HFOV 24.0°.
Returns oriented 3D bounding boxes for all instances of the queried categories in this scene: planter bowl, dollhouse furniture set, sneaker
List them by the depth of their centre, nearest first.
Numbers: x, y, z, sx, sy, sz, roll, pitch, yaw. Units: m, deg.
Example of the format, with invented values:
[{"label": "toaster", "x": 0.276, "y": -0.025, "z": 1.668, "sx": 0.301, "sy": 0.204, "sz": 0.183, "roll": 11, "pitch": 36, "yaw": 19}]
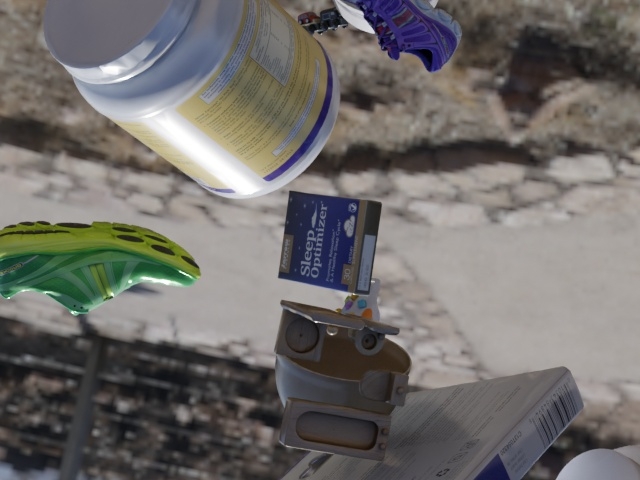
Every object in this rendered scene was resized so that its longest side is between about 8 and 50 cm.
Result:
[{"label": "dollhouse furniture set", "x": 0.027, "y": 0.154, "z": 1.570, "sx": 0.144, "sy": 0.151, "sz": 0.123, "roll": 11, "pitch": 180, "yaw": -17}, {"label": "sneaker", "x": 0.075, "y": -0.231, "z": 1.581, "sx": 0.170, "sy": 0.071, "sz": 0.068, "roll": 28, "pitch": 171, "yaw": -24}, {"label": "planter bowl", "x": 0.019, "y": 0.180, "z": 1.781, "sx": 0.162, "sy": 0.109, "sz": 0.162, "roll": 9, "pitch": -162, "yaw": -3}, {"label": "sneaker", "x": -0.318, "y": 0.041, "z": 2.128, "sx": 0.295, "sy": 0.124, "sz": 0.109, "roll": 4, "pitch": -161, "yaw": -13}]

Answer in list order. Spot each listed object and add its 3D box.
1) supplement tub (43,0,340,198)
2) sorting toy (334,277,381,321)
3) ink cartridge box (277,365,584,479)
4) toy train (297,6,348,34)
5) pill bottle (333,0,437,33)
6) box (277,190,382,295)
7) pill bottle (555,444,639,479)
[{"label": "supplement tub", "x": -0.152, "y": -0.219, "z": 1.830, "sx": 0.241, "sy": 0.241, "sz": 0.331, "roll": -2, "pitch": 155, "yaw": 33}, {"label": "sorting toy", "x": 0.064, "y": 0.090, "z": 2.317, "sx": 0.045, "sy": 0.075, "sz": 0.083, "roll": 30, "pitch": 173, "yaw": -27}, {"label": "ink cartridge box", "x": 0.101, "y": 0.272, "z": 1.781, "sx": 0.330, "sy": 0.324, "sz": 0.071, "roll": -17, "pitch": 104, "yaw": 43}, {"label": "toy train", "x": -0.018, "y": -0.317, "z": 2.200, "sx": 0.027, "sy": 0.036, "sz": 0.158, "roll": -10, "pitch": -177, "yaw": -41}, {"label": "pill bottle", "x": 0.070, "y": -0.345, "z": 1.666, "sx": 0.161, "sy": 0.161, "sz": 0.283, "roll": 9, "pitch": 165, "yaw": 7}, {"label": "box", "x": 0.000, "y": 0.000, "z": 2.222, "sx": 0.036, "sy": 0.136, "sz": 0.225, "roll": 7, "pitch": -179, "yaw": -36}, {"label": "pill bottle", "x": 0.415, "y": 0.359, "z": 1.821, "sx": 0.181, "sy": 0.181, "sz": 0.323, "roll": -8, "pitch": 151, "yaw": 42}]
